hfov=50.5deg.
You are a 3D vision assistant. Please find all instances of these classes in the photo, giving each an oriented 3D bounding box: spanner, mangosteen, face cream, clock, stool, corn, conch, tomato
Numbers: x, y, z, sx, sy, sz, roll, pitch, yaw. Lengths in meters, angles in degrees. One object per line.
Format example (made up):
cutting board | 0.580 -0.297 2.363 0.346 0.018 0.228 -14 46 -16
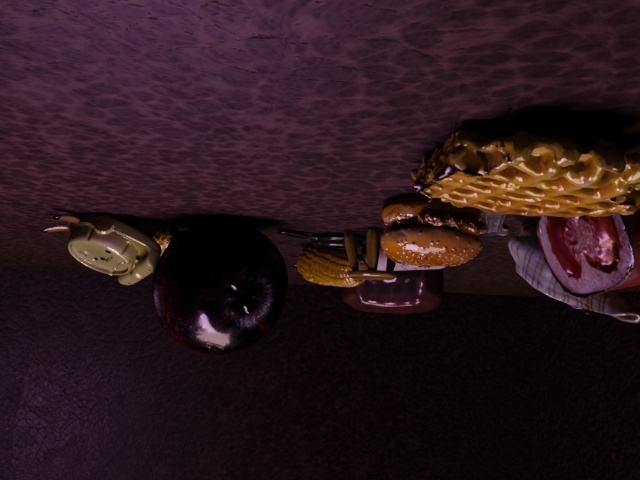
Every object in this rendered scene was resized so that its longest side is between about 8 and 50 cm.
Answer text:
spanner | 0.344 -0.038 1.330 0.071 0.017 0.302 0 171 15
mangosteen | -0.227 0.100 1.470 0.300 0.300 0.300 1 172 0
face cream | 0.228 0.032 1.637 0.269 0.082 0.082 -5 170 37
clock | -0.470 0.008 1.452 0.232 0.069 0.170 31 147 -25
stool | 0.119 0.032 1.550 0.134 0.110 0.135 2 173 7
corn | 0.032 0.067 1.747 0.106 0.106 0.305 5 180 -26
conch | 0.436 0.024 1.209 0.203 0.169 0.386 -2 -173 -5
tomato | 0.444 -0.016 1.013 0.155 0.180 0.214 -12 177 -15

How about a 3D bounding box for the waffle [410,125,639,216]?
waffle | 0.246 -0.074 0.824 0.307 0.060 0.312 6 172 25

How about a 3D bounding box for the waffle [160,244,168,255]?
waffle | -0.303 0.018 1.739 0.261 0.056 0.250 0 171 26

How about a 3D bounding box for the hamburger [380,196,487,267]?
hamburger | 0.199 -0.014 1.180 0.191 0.118 0.182 -9 171 36

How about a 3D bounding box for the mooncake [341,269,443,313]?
mooncake | 0.244 0.149 2.190 0.326 0.174 0.334 6 172 -18

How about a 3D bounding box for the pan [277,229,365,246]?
pan | 0.000 0.000 1.630 0.235 0.028 0.136 6 173 -31

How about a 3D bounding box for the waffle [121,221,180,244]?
waffle | -0.411 -0.016 1.557 0.191 0.038 0.191 3 171 0
